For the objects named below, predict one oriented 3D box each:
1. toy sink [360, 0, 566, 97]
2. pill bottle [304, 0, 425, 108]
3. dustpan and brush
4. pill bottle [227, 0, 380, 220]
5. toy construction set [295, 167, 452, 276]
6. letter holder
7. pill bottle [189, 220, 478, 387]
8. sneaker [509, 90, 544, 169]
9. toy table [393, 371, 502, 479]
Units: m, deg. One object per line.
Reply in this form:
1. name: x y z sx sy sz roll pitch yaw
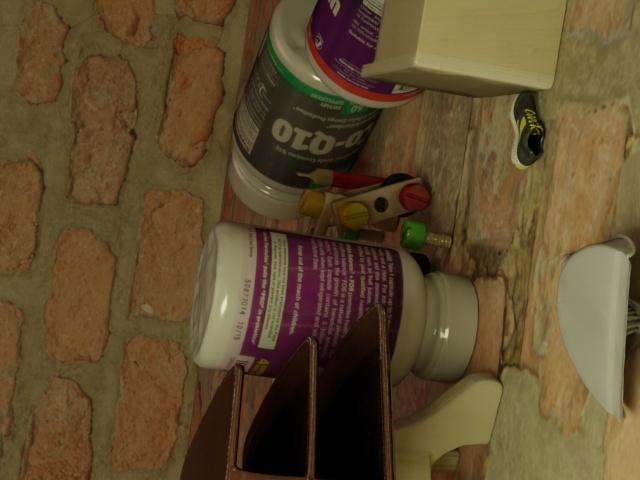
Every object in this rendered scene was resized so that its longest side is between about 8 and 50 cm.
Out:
1. toy sink: 0.151 -0.235 1.451 0.234 0.153 0.131 -164 83 -78
2. pill bottle: 0.103 -0.318 1.632 0.323 0.181 0.181 119 156 -55
3. dustpan and brush: 0.236 0.049 1.146 0.211 0.060 0.147 -136 43 -66
4. pill bottle: -0.020 -0.199 2.028 0.361 0.204 0.204 116 158 -53
5. toy construction set: 0.000 0.000 1.745 0.309 0.237 0.257 -101 24 -56
6. letter holder: -0.043 0.194 1.302 0.302 0.152 0.214 119 156 -58
7. pill bottle: 0.015 0.080 1.489 0.169 0.301 0.169 -171 90 -77
8. sneaker: 0.218 -0.115 1.370 0.035 0.031 0.083 -21 65 60
9. toy table: 0.088 0.249 1.390 0.252 0.161 0.274 -107 28 -60
